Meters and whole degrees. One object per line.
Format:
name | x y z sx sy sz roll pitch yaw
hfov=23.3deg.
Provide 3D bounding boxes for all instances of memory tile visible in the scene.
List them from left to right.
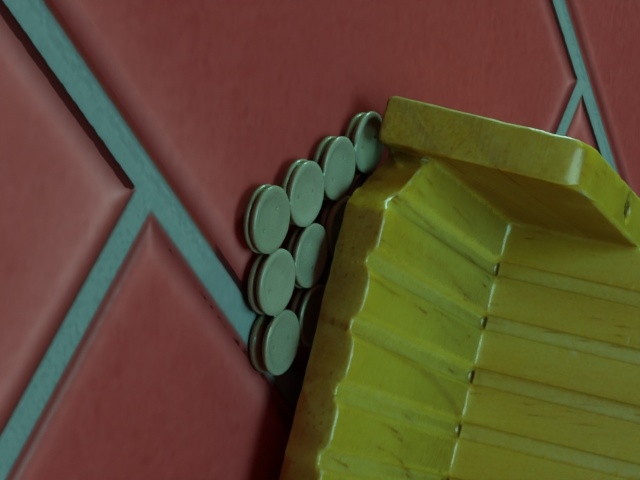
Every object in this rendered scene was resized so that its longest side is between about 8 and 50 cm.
memory tile | 0.000 0.000 0.875 0.148 0.012 0.113 -40 132 -50

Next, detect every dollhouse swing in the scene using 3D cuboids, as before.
dollhouse swing | 0.182 0.137 0.931 0.315 0.305 0.347 29 74 -65
